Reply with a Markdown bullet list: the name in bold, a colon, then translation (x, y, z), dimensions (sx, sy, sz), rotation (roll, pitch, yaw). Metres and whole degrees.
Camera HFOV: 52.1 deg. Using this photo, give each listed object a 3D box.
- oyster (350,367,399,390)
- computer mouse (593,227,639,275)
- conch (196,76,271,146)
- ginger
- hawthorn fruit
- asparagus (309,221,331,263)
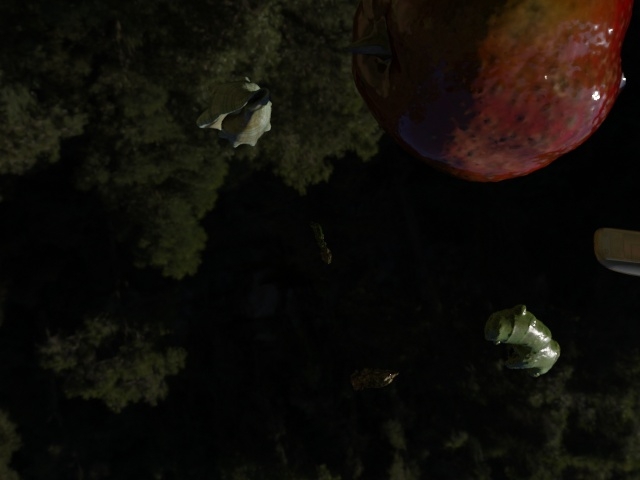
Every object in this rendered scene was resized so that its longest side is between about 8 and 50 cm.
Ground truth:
- **oyster**: translation (0.138, 0.347, 1.687), dimensions (0.132, 0.029, 0.086), rotation (-23, -157, 8)
- **computer mouse**: translation (0.675, 0.024, 1.380), dimensions (0.199, 0.102, 0.045), rotation (6, 153, 4)
- **conch**: translation (-0.155, -0.239, 1.163), dimensions (0.137, 0.114, 0.234), rotation (-16, 167, -2)
- **ginger**: translation (0.505, 0.253, 1.627), dimensions (0.137, 0.290, 0.089), rotation (-31, -138, 14)
- **hawthorn fruit**: translation (0.214, -0.275, 0.942), dimensions (0.403, 0.402, 0.403), rotation (-13, -175, 1)
- **asparagus**: translation (0.000, 0.000, 1.263), dimensions (0.022, 0.023, 0.233), rotation (-24, -162, 2)
